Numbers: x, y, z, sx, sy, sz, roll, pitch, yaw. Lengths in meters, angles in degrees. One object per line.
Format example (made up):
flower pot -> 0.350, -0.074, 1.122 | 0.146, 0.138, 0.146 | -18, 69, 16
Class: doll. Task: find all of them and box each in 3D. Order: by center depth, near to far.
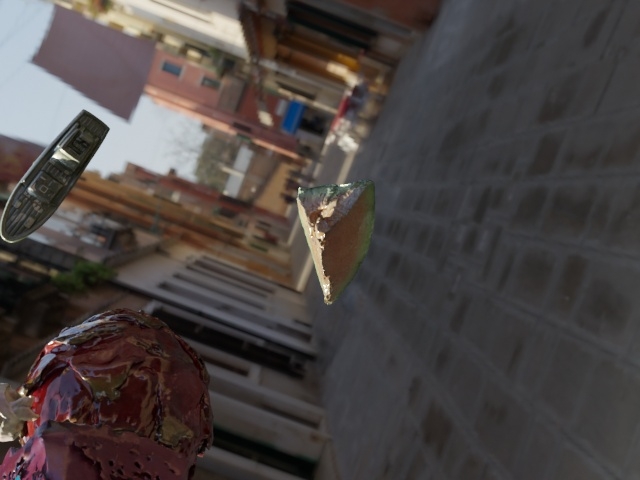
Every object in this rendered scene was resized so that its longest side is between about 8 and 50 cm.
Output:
doll -> -0.412, 0.216, 1.254 | 0.084, 0.127, 0.073 | 9, -111, -57

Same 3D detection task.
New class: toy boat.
toy boat -> -0.456, -0.104, 1.700 | 0.260, 0.078, 0.085 | -53, 17, -2

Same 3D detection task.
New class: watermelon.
watermelon -> 0.007, -0.001, 1.121 | 0.080, 0.101, 0.155 | -45, -38, -29

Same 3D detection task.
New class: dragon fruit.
dragon fruit -> -0.320, 0.264, 1.572 | 0.329, 0.329, 0.329 | -159, 90, -87

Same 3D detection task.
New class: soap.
soap -> -0.157, 0.225, 0.664 | 0.250, 0.162, 0.099 | 102, 163, -45
